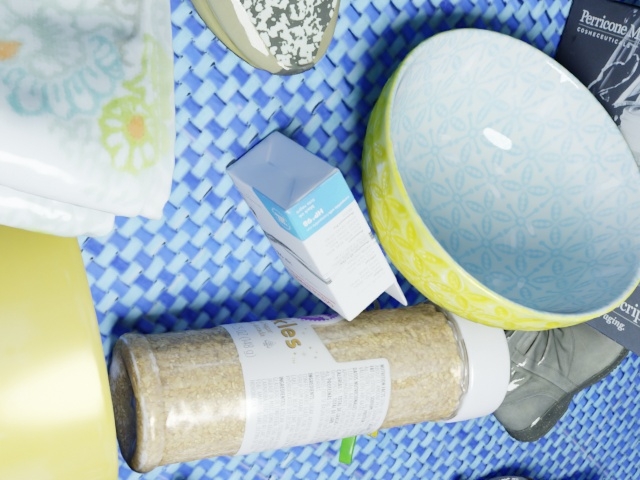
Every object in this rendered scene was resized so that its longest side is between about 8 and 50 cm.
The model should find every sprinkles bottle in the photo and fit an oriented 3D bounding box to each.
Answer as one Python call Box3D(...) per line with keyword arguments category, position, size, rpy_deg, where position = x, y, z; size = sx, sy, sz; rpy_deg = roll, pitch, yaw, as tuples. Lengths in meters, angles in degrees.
Box3D(category="sprinkles bottle", position=(-0.005, 0.125, 0.910), size=(0.356, 0.121, 0.121), rpy_deg=(-5, 116, -25))

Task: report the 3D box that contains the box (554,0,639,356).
Box3D(category="box", position=(0.380, -0.048, 0.994), size=(0.179, 0.343, 0.312), rpy_deg=(2, 112, -37))

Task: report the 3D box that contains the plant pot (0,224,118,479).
Box3D(category="plant pot", position=(-0.276, 0.073, 0.638), size=(0.239, 0.254, 0.253), rpy_deg=(-13, 121, -21))

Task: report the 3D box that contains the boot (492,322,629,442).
Box3D(category="boot", position=(0.273, 0.114, 1.183), size=(0.246, 0.083, 0.161), rpy_deg=(-47, 127, -9))

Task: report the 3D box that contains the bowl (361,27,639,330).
Box3D(category="bowl", position=(0.143, -0.034, 0.928), size=(0.290, 0.289, 0.156), rpy_deg=(-7, 160, -34))

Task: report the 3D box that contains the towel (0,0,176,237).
Box3D(category="towel", position=(-0.235, -0.188, 0.502), size=(0.375, 0.090, 0.320), rpy_deg=(18, 57, -40))

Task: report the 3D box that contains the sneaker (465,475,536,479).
Box3D(category="sneaker", position=(0.280, 0.355, 1.286), size=(0.299, 0.121, 0.112), rpy_deg=(-1, 112, -36))

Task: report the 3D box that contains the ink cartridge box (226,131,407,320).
Box3D(category="ink cartridge box", position=(0.000, 0.000, 0.894), size=(0.060, 0.104, 0.180), rpy_deg=(-40, 131, -13))

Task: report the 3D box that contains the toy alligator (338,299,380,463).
Box3D(category="toy alligator", position=(0.042, 0.140, 1.044), size=(0.051, 0.056, 0.189), rpy_deg=(-53, 151, -73))

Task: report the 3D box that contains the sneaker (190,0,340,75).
Box3D(category="sneaker", position=(-0.011, -0.298, 0.673), size=(0.158, 0.182, 0.410), rpy_deg=(-17, 123, -29))
